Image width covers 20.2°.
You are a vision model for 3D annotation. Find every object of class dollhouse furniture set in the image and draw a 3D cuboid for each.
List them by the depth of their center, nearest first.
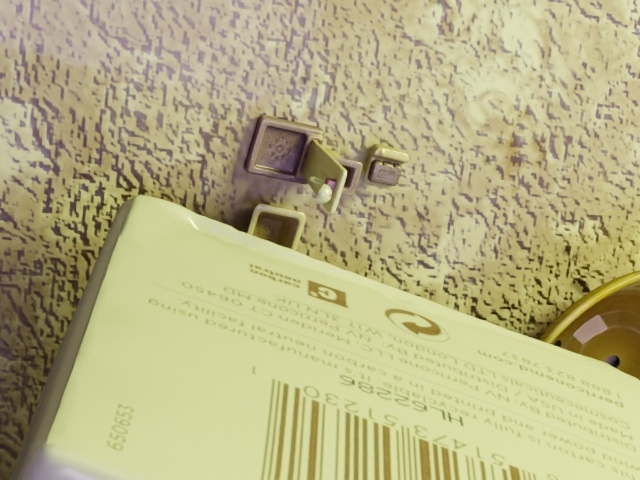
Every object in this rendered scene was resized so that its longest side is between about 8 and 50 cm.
[{"bbox_3d":[0.000,0.000,1.042,0.091,0.081,0.114,12,107,-20],"label":"dollhouse furniture set"}]

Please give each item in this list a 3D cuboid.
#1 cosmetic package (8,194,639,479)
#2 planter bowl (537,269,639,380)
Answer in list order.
[{"bbox_3d":[-0.034,0.247,0.942,0.329,0.327,0.393,21,109,-7],"label":"cosmetic package"},{"bbox_3d":[0.200,0.094,1.133,0.217,0.090,0.217,-6,115,-14],"label":"planter bowl"}]
